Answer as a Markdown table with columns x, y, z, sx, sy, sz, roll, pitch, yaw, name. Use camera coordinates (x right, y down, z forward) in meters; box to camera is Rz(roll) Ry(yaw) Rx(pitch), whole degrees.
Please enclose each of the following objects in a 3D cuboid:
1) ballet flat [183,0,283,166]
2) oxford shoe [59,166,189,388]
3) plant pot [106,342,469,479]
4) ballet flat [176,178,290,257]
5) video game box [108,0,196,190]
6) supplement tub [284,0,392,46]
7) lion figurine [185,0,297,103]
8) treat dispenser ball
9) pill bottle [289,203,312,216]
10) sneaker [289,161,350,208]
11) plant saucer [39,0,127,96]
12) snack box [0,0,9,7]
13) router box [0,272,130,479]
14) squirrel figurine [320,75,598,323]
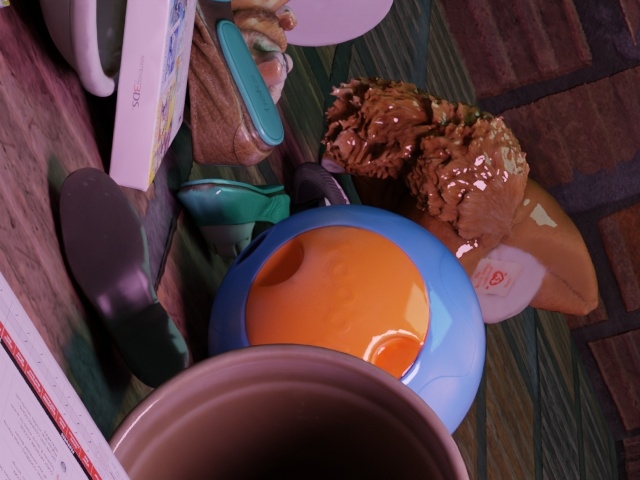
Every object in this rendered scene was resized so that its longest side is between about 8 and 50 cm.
| x | y | z | sx | sy | sz | roll | pitch | yaw | name |
| --- | --- | --- | --- | --- | --- | --- | --- | --- | --- |
| -0.142 | -0.237 | 2.000 | 0.116 | 0.124 | 0.342 | -6 | 78 | -68 | ballet flat |
| -0.188 | 0.036 | 1.680 | 0.076 | 0.076 | 0.212 | 171 | -102 | -75 | oxford shoe |
| -0.026 | 0.288 | 1.576 | 0.280 | 0.323 | 0.323 | 79 | 1 | -64 | plant pot |
| -0.089 | -0.022 | 2.051 | 0.247 | 0.083 | 0.087 | 0 | 87 | -73 | ballet flat |
| -0.164 | -0.179 | 1.840 | 0.187 | 0.048 | 0.205 | -80 | 179 | -65 | video game box |
| -0.015 | -0.444 | 2.491 | 0.228 | 0.228 | 0.316 | 52 | 26 | -54 | supplement tub |
| -0.134 | -0.329 | 2.141 | 0.240 | 0.142 | 0.392 | -27 | 85 | -44 | lion figurine |
| 0.027 | 0.106 | 1.910 | 0.288 | 0.288 | 0.288 | -17 | 90 | -75 | treat dispenser ball |
| 0.035 | 0.035 | 2.155 | 0.219 | 0.123 | 0.123 | 27 | -20 | 40 | pill bottle |
| 0.000 | 0.000 | 2.342 | 0.106 | 0.078 | 0.234 | 42 | 36 | -67 | sneaker |
| -0.212 | -0.339 | 1.738 | 0.400 | 0.100 | 0.400 | 10 | 90 | -88 | plant saucer |
| -0.318 | -0.262 | 1.559 | 0.100 | 0.037 | 0.141 | -28 | 101 | -76 | snack box |
| -0.243 | 0.178 | 1.252 | 0.301 | 0.082 | 0.335 | -85 | 153 | -55 | router box |
| 0.154 | -0.079 | 2.501 | 0.370 | 0.281 | 0.397 | 56 | -13 | 48 | squirrel figurine |
